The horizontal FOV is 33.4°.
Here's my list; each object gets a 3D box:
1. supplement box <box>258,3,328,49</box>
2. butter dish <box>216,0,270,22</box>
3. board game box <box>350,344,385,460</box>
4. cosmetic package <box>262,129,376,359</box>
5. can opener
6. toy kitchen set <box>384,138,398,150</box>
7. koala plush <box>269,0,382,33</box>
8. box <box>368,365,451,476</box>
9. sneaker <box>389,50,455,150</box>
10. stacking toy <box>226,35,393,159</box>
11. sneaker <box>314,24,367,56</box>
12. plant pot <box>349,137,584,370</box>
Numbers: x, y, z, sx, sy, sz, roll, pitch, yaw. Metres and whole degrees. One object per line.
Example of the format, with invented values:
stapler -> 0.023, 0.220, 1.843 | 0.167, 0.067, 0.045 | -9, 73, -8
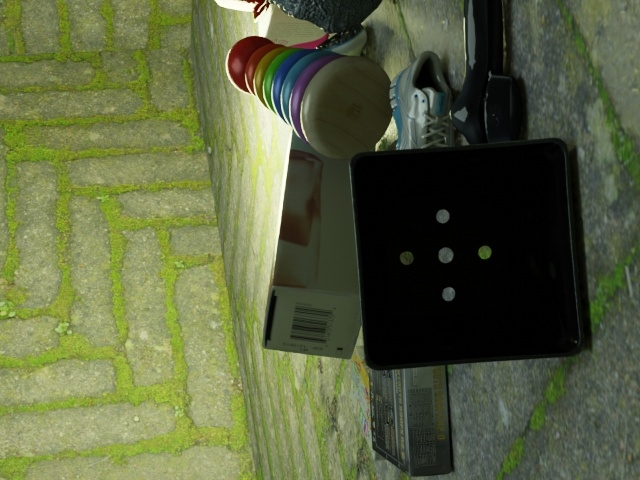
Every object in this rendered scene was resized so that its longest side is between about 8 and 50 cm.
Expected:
supplement box -> -0.036, -0.404, 1.740 | 0.220, 0.111, 0.113 | 123, 142, -70
butter dish -> -0.138, -0.425, 1.656 | 0.160, 0.118, 0.159 | -166, 72, -78
board game box -> 0.078, 0.244, 1.621 | 0.154, 0.026, 0.103 | -113, 22, -58
cosmetic package -> 0.000, 0.000, 1.491 | 0.153, 0.129, 0.296 | 100, 177, -48
can opener -> 0.163, -0.177, 1.042 | 0.059, 0.073, 0.186 | 4, -97, -63
toy kitchen set -> 0.105, -0.076, 1.301 | 0.068, 0.083, 0.075 | 37, 150, 14
koala plush -> 0.012, -0.406, 1.374 | 0.221, 0.196, 0.203 | 106, 145, -58
box -> 0.109, 0.172, 1.376 | 0.183, 0.056, 0.230 | 175, 91, -78
sneaker -> 0.121, -0.128, 1.199 | 0.083, 0.071, 0.190 | 123, 142, -61
stacking toy -> -0.041, -0.226, 1.524 | 0.330, 0.141, 0.141 | 33, 129, 51
sneaker -> 0.026, -0.259, 1.615 | 0.086, 0.085, 0.237 | 54, 160, 0
plant pot -> 0.124, 0.012, 0.987 | 0.167, 0.188, 0.188 | 114, 152, -90
